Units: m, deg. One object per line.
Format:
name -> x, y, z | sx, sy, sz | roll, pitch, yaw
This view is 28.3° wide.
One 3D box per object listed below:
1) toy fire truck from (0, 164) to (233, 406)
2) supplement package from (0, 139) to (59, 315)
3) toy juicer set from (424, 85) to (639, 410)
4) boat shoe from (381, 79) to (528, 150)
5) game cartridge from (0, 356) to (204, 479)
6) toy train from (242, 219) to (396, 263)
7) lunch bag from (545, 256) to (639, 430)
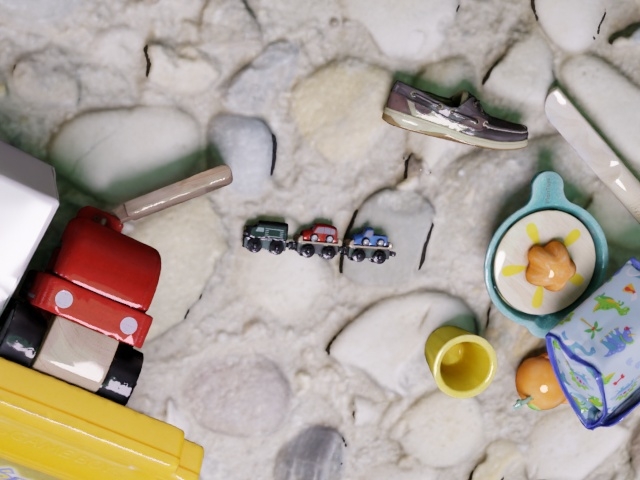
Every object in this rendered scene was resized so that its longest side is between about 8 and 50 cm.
toy fire truck -> -0.181, 0.018, 1.141 | 0.158, 0.217, 0.246 | 24, 83, -18
supplement package -> -0.395, -0.038, 1.083 | 0.293, 0.175, 0.177 | 27, 96, -18
toy juicer set -> 0.260, 0.035, 1.305 | 0.209, 0.089, 0.329 | 23, 97, -18
boat shoe -> 0.138, -0.124, 1.252 | 0.152, 0.056, 0.049 | 9, 107, -15
game cartridge -> -0.290, 0.203, 1.129 | 0.285, 0.323, 0.053 | 24, 53, -18
toy train -> 0.000, 0.000, 1.268 | 0.158, 0.027, 0.036 | 5, 92, -14
lunch bag -> 0.305, 0.116, 1.276 | 0.129, 0.096, 0.151 | -38, 144, -11
